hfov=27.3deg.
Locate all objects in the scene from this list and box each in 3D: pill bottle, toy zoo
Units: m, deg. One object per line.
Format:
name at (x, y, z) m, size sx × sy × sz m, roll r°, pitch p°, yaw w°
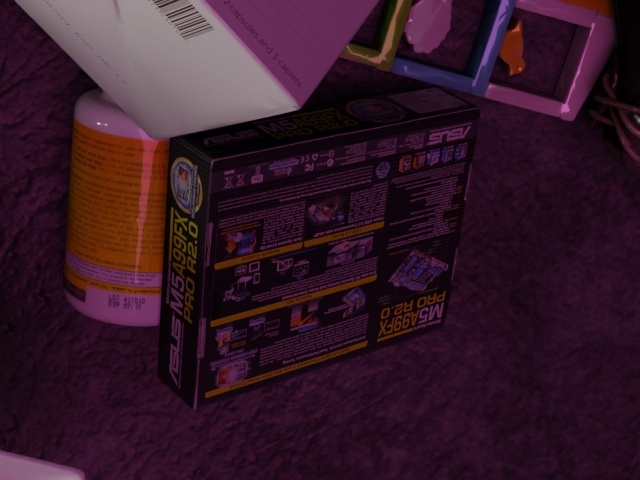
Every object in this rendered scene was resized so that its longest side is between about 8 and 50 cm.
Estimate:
pill bottle at (-0.142, -0.048, 1.054) m, size 0.117 × 0.117 × 0.215 m, roll 2°, pitch 109°, yaw -15°
toy zoo at (0.154, -0.217, 1.113) m, size 0.293 × 0.030 × 0.192 m, roll 12°, pitch 106°, yaw -18°

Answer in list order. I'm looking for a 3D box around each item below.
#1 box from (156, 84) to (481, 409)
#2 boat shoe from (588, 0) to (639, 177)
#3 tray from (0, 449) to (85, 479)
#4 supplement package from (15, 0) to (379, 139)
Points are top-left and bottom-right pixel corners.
box at (0.000, 0.000, 1.067) m, size 0.270 × 0.060 × 0.216 m, roll -15°, pitch 124°, yaw -35°
boat shoe at (0.303, -0.104, 1.116) m, size 0.130 × 0.132 × 0.355 m, roll -32°, pitch 125°, yaw 6°
tray at (-0.306, 0.178, 0.870) m, size 0.270 × 0.030 × 0.145 m, roll 18°, pitch 106°, yaw -21°
supplement package at (-0.062, -0.238, 0.904) m, size 0.199 × 0.198 × 0.263 m, roll 46°, pitch 63°, yaw -25°
